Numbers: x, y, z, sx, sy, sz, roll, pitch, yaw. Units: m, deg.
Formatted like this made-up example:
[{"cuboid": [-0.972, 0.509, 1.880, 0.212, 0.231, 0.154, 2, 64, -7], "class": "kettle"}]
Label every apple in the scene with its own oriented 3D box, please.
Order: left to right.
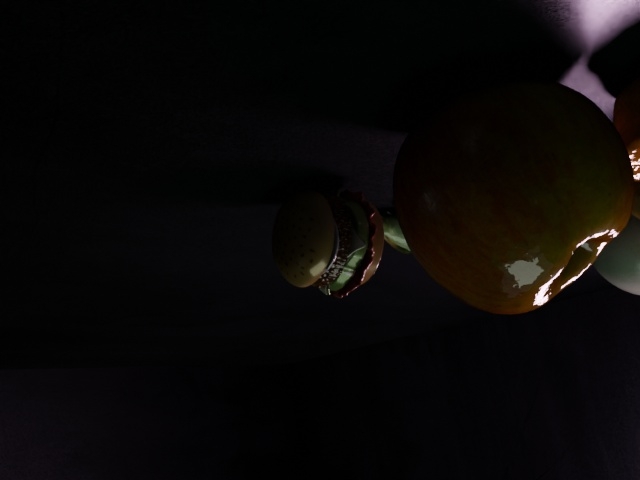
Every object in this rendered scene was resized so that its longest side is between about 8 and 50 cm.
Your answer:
[{"cuboid": [0.233, -0.044, 1.096, 0.302, 0.301, 0.301, -10, 168, -2], "class": "apple"}]

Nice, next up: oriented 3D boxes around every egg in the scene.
[{"cuboid": [0.617, -0.014, 1.658, 0.230, 0.230, 0.371, -19, 171, 34], "class": "egg"}]

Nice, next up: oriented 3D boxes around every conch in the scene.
[{"cuboid": [0.147, -0.016, 1.625, 0.170, 0.079, 0.106, 15, 158, -33], "class": "conch"}]

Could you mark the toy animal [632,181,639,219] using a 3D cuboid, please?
[{"cuboid": [0.596, -0.096, 1.431, 0.281, 0.169, 0.195, -12, -159, -1], "class": "toy animal"}]

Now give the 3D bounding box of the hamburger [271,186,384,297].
[{"cuboid": [0.002, -0.001, 1.348, 0.137, 0.175, 0.175, 7, 160, -36], "class": "hamburger"}]

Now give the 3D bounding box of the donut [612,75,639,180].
[{"cuboid": [0.516, -0.169, 1.153, 0.303, 0.110, 0.303, -9, 165, -2], "class": "donut"}]
